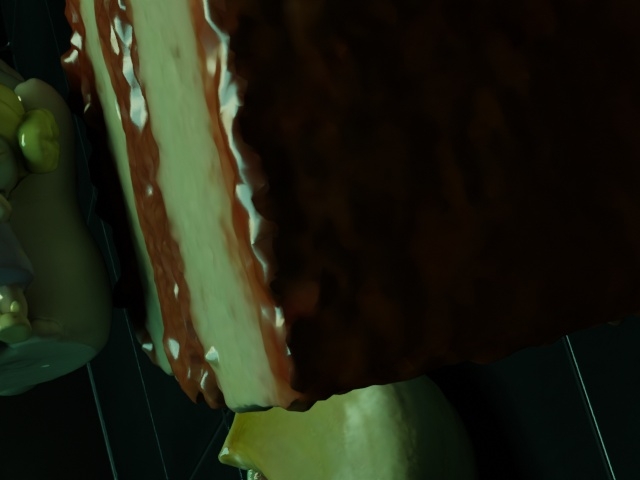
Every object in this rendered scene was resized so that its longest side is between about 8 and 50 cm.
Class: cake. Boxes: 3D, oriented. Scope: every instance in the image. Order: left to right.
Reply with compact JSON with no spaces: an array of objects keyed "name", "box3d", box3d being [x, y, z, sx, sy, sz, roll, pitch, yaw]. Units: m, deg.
[{"name":"cake","box3d":[0.032,-0.074,0.822,0.319,0.270,0.269,-165,62,-74]}]

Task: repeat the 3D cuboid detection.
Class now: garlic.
[{"name":"garlic","box3d":[0.029,0.166,1.179,0.145,0.164,0.245,61,177,-34]}]

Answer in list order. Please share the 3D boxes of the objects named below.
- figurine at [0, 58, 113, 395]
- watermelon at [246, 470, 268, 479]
[{"name":"figurine","box3d":[-0.190,-0.044,0.909,0.155,0.127,0.235,60,-165,-75]},{"name":"watermelon","box3d":[-0.028,0.207,1.637,0.084,0.072,0.092,93,-159,-72]}]
